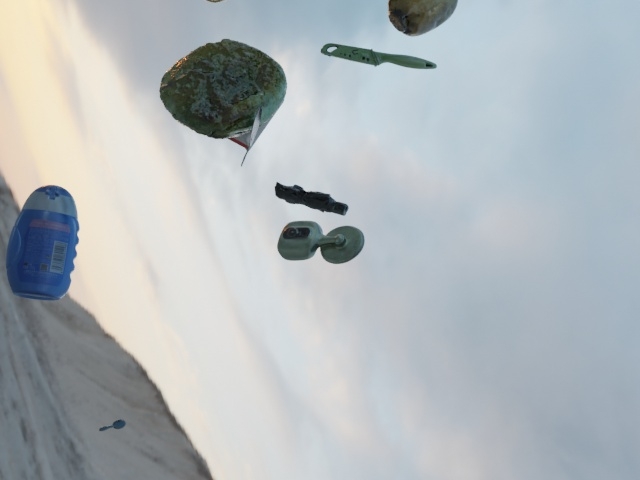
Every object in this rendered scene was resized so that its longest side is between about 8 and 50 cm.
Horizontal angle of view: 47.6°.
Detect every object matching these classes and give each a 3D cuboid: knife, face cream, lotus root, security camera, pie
[{"bbox_3d":[0.144,-0.443,1.769,0.020,0.293,0.043,152,-54,-79],"label":"knife"},{"bbox_3d":[-0.626,-0.001,1.647,0.083,0.149,0.264,150,-53,-65],"label":"face cream"},{"bbox_3d":[0.236,-0.532,1.597,0.118,0.221,0.125,28,-30,41],"label":"lotus root"},{"bbox_3d":[0.000,0.000,2.438,0.301,0.157,0.080,1,-39,24],"label":"security camera"},{"bbox_3d":[-0.211,-0.333,1.563,0.277,0.277,0.078,59,-19,28],"label":"pie"}]

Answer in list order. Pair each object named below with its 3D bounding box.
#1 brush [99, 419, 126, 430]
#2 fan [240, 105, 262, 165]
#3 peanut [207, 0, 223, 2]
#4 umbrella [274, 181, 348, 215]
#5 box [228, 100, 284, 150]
[{"bbox_3d":[-0.516,0.462,1.804,0.008,0.083,0.024,-30,-104,29],"label":"brush"},{"bbox_3d":[-0.137,-0.207,1.454,0.085,0.005,0.133,107,0,-74],"label":"fan"},{"bbox_3d":[-0.346,-0.805,1.914,0.387,0.169,0.192,54,-7,-26],"label":"peanut"},{"bbox_3d":[-0.025,-0.120,2.119,0.235,0.066,0.059,17,-90,21],"label":"umbrella"},{"bbox_3d":[-0.205,-0.353,1.946,0.182,0.133,0.099,-53,-147,15],"label":"box"}]
